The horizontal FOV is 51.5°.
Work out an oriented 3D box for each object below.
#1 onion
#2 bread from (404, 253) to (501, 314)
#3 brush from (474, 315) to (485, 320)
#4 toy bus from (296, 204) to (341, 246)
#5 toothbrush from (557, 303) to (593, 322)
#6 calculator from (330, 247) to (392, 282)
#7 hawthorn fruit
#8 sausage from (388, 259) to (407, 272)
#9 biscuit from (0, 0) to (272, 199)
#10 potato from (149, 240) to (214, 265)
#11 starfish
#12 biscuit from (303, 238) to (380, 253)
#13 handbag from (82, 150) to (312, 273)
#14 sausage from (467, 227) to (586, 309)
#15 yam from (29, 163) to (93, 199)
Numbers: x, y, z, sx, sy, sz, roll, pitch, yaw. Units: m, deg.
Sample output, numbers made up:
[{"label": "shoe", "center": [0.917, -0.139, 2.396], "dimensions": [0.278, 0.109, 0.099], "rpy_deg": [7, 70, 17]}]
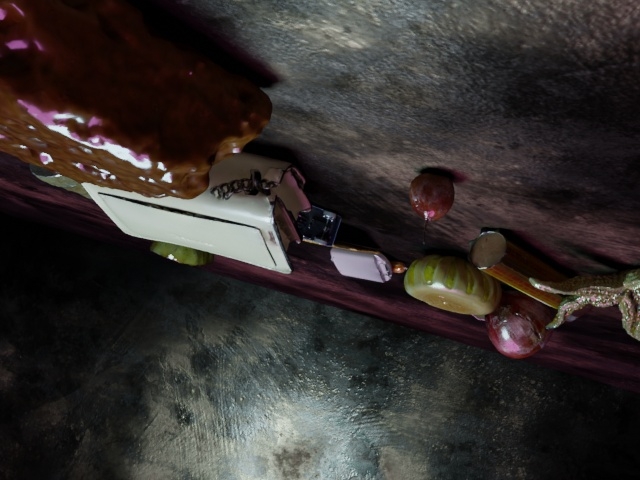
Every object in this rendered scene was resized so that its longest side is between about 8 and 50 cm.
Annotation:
[{"label": "onion", "center": [0.453, 0.184, 1.575], "dimensions": [0.195, 0.160, 0.159], "rpy_deg": [41, 163, -13]}, {"label": "bread", "center": [0.290, 0.091, 1.435], "dimensions": [0.213, 0.105, 0.213], "rpy_deg": [18, 166, 4]}, {"label": "brush", "center": [0.374, 0.141, 1.713], "dimensions": [0.300, 0.071, 0.084], "rpy_deg": [25, 153, 0]}, {"label": "toy bus", "center": [-0.047, -0.043, 1.337], "dimensions": [0.167, 0.073, 0.076], "rpy_deg": [20, 179, -27]}, {"label": "toothbrush", "center": [0.570, 0.141, 1.447], "dimensions": [0.040, 0.041, 0.364], "rpy_deg": [14, 169, 13]}, {"label": "calculator", "center": [0.099, 0.058, 1.660], "dimensions": [0.174, 0.032, 0.100], "rpy_deg": [9, 141, 35]}, {"label": "hawthorn fruit", "center": [0.152, -0.047, 0.944], "dimensions": [0.066, 0.103, 0.067], "rpy_deg": [18, 161, 6]}, {"label": "sausage", "center": [0.172, 0.063, 1.664], "dimensions": [0.107, 0.031, 0.031], "rpy_deg": [6, 165, 37]}, {"label": "biscuit", "center": [-0.308, -0.173, 0.827], "dimensions": [0.342, 0.167, 0.394], "rpy_deg": [28, 166, -39]}, {"label": "potato", "center": [-0.404, 0.000, 1.987], "dimensions": [0.160, 0.111, 0.271], "rpy_deg": [22, -176, 10]}, {"label": "starfish", "center": [0.551, 0.100, 1.146], "dimensions": [0.357, 0.078, 0.347], "rpy_deg": [-1, 152, 19]}, {"label": "biscuit", "center": [0.000, 0.000, 1.517], "dimensions": [0.236, 0.013, 0.232], "rpy_deg": [12, -178, 22]}, {"label": "handbag", "center": [-0.210, -0.084, 1.165], "dimensions": [0.358, 0.160, 0.237], "rpy_deg": [13, 163, 13]}, {"label": "sausage", "center": [0.406, 0.069, 1.244], "dimensions": [0.371, 0.082, 0.082], "rpy_deg": [25, 166, -41]}, {"label": "yam", "center": [-0.420, -0.135, 1.308], "dimensions": [0.133, 0.133, 0.330], "rpy_deg": [12, 173, 21]}]
